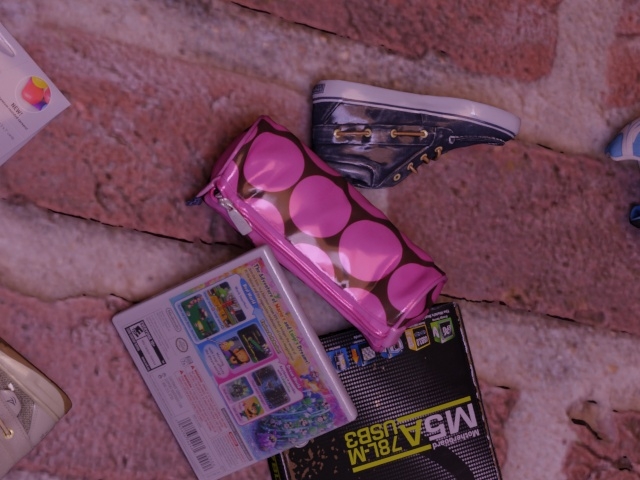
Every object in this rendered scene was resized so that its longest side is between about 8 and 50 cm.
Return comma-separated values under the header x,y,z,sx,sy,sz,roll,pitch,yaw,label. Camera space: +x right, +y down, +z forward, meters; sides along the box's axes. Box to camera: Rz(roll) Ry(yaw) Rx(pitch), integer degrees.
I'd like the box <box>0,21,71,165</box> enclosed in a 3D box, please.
x,y,z,sx,sy,sz,roll,pitch,yaw,label
-0.307,-0.097,1.412,0.186,0.038,0.145,-45,104,-17,box

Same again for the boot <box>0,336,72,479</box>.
x,y,z,sx,sy,sz,roll,pitch,yaw,label
-0.312,0.121,1.382,0.213,0.077,0.165,41,76,-19,boot

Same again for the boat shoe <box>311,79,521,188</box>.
x,y,z,sx,sy,sz,roll,pitch,yaw,label
0.077,-0.080,1.559,0.183,0.065,0.083,7,86,-15,boat shoe

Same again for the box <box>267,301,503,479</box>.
x,y,z,sx,sy,sz,roll,pitch,yaw,label
0.047,0.161,1.543,0.191,0.045,0.184,-14,90,-21,box

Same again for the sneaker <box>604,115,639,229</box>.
x,y,z,sx,sy,sz,roll,pitch,yaw,label
0.329,-0.005,1.654,0.086,0.085,0.237,-27,103,6,sneaker

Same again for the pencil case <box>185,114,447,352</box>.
x,y,z,sx,sy,sz,roll,pitch,yaw,label
0.000,0.000,1.486,0.209,0.095,0.098,39,31,-2,pencil case

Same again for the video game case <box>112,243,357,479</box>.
x,y,z,sx,sy,sz,roll,pitch,yaw,label
-0.068,0.100,1.470,0.143,0.019,0.157,-25,99,16,video game case
